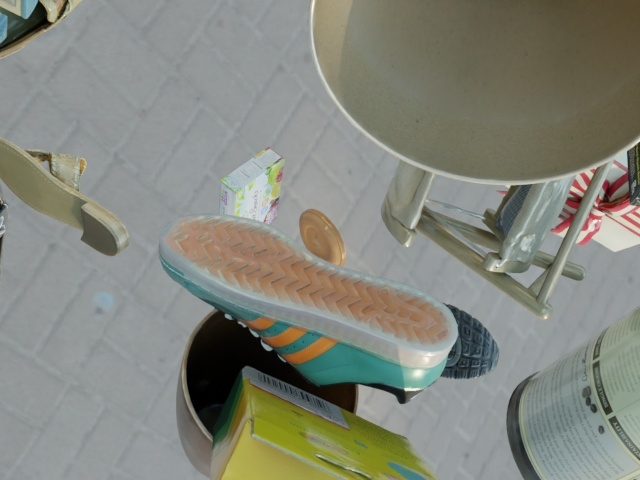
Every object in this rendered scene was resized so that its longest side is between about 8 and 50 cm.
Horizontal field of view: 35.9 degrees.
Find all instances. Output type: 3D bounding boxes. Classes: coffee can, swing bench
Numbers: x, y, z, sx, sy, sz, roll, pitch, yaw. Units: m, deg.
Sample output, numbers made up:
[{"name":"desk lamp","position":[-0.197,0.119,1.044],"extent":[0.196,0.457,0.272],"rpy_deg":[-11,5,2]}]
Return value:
[{"name":"coffee can","position":[0.371,0.184,1.107],"extent":[0.201,0.275,0.202],"rpy_deg":[17,51,-23]},{"name":"swing bench","position":[0.205,-0.096,1.088],"extent":[0.165,0.254,0.253],"rpy_deg":[-28,141,-57]}]

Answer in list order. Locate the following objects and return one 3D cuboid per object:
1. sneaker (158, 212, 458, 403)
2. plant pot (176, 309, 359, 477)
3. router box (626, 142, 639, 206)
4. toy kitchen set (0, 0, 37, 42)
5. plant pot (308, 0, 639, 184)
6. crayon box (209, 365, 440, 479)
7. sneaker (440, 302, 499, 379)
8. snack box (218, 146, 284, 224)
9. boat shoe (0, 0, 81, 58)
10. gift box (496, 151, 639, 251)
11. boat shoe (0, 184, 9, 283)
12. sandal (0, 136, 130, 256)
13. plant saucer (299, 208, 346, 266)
[{"name":"sneaker","position":[-0.025,0.077,0.967],"extent":[0.108,0.302,0.121],"rpy_deg":[-60,170,-49]},{"name":"plant pot","position":[-0.094,0.214,1.236],"extent":[0.215,0.230,0.215],"rpy_deg":[11,58,-17]},{"name":"router box","position":[0.308,-0.078,0.832],"extent":[0.038,0.092,0.122],"rpy_deg":[107,-6,-56]},{"name":"toy kitchen set","position":[-0.400,-0.335,1.256],"extent":[0.166,0.122,0.207],"rpy_deg":[-62,177,-38]},{"name":"plant pot","position":[0.149,-0.210,0.801],"extent":[0.284,0.284,0.191],"rpy_deg":[54,38,-37]},{"name":"crayon box","position":[0.005,0.210,0.894],"extent":[0.202,0.318,0.081],"rpy_deg":[25,89,-4]},{"name":"sneaker","position":[0.129,0.143,1.501],"extent":[0.130,0.286,0.109],"rpy_deg":[65,41,-77]},{"name":"snack box","position":[-0.104,-0.059,1.462],"extent":[0.100,0.037,0.141],"rpy_deg":[-38,155,-30]},{"name":"boat shoe","position":[-0.420,-0.375,1.505],"extent":[0.324,0.120,0.123],"rpy_deg":[-40,137,-9]},{"name":"gift box","position":[0.427,-0.141,1.484],"extent":[0.276,0.255,0.258],"rpy_deg":[27,70,-6]},{"name":"boat shoe","position":[-0.509,0.003,1.482],"extent":[0.095,0.335,0.112],"rpy_deg":[44,57,1]},{"name":"sandal","position":[-0.329,-0.073,1.305],"extent":[0.079,0.240,0.088],"rpy_deg":[-43,162,-40]},{"name":"plant saucer","position":[0.000,0.000,1.232],"extent":[0.013,0.083,0.084],"rpy_deg":[-32,120,-29]}]
